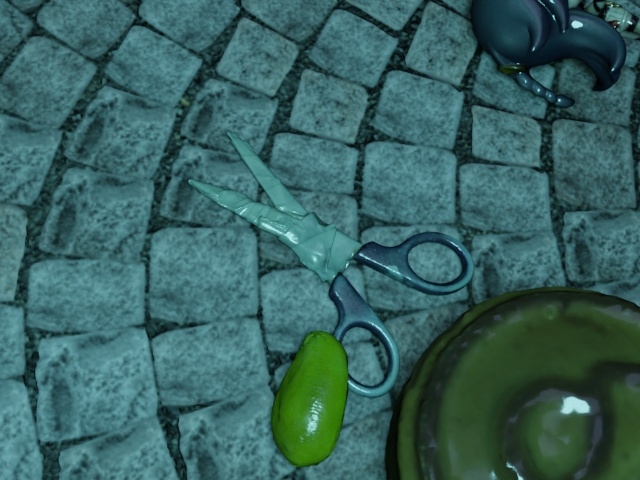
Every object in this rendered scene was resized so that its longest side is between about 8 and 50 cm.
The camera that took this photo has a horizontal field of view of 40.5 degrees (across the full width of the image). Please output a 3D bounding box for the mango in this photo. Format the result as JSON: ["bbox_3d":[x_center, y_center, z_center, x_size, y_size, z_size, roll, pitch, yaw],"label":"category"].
[{"bbox_3d":[-0.012,0.187,1.039,0.091,0.074,0.165,4,75,15],"label":"mango"}]

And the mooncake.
[{"bbox_3d":[0.273,0.253,0.996,0.393,0.246,0.394,25,65,5],"label":"mooncake"}]

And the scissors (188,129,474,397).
[{"bbox_3d":[0.000,0.000,1.140,0.383,0.029,0.256,40,68,6],"label":"scissors"}]

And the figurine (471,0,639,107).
[{"bbox_3d":[0.343,-0.306,1.237,0.265,0.175,0.197,41,74,13],"label":"figurine"}]
